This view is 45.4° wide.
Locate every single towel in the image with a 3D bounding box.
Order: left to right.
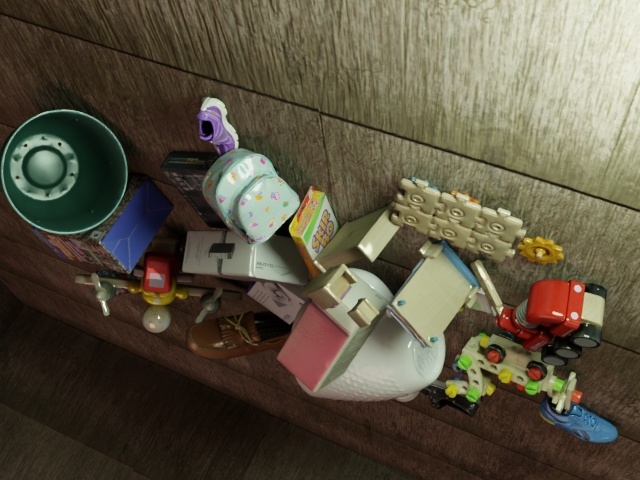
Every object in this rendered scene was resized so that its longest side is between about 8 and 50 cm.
[{"bbox_3d":[0.332,0.130,1.766,0.152,0.023,0.113,11,149,32],"label":"towel"}]

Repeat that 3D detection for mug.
[{"bbox_3d":[0.115,0.230,1.919,0.328,0.276,0.374,-4,120,37],"label":"mug"}]

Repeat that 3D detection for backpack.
[{"bbox_3d":[-0.150,-0.098,1.634,0.188,0.166,0.144,50,170,-29],"label":"backpack"}]

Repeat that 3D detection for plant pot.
[{"bbox_3d":[-0.657,-0.173,1.896,0.293,0.293,0.235,43,164,-29],"label":"plant pot"}]

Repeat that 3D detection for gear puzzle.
[{"bbox_3d":[0.305,-0.035,1.468,0.339,0.044,0.175,21,153,9],"label":"gear puzzle"}]

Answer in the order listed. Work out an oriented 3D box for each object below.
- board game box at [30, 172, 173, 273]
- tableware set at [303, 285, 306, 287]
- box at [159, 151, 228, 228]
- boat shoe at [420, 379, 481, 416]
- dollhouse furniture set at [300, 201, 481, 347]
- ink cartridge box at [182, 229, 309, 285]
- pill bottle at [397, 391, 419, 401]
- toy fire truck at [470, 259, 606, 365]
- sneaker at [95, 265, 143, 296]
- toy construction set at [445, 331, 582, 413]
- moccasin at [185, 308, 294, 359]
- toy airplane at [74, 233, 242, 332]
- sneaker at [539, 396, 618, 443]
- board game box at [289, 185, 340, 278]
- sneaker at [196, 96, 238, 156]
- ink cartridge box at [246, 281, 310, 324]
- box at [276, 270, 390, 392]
[{"bbox_3d":[-0.593,-0.061,2.085,0.291,0.232,0.141,9,148,34],"label":"board game box"},{"bbox_3d":[-0.074,0.150,2.212,0.168,0.020,0.141,13,146,36],"label":"tableware set"},{"bbox_3d":[-0.250,-0.115,1.842,0.183,0.059,0.233,7,147,38],"label":"box"},{"bbox_3d":[0.371,0.479,2.324,0.228,0.076,0.080,15,152,26],"label":"boat shoe"},{"bbox_3d":[0.140,0.122,1.633,0.303,0.286,0.198,46,151,-11],"label":"dollhouse furniture set"},{"bbox_3d":[-0.184,0.043,1.926,0.272,0.114,0.197,2,173,44],"label":"ink cartridge box"},{"bbox_3d":[0.223,0.385,2.247,0.119,0.119,0.208,11,151,32],"label":"pill bottle"},{"bbox_3d":[0.425,0.128,1.557,0.246,0.158,0.217,17,155,-2],"label":"toy fire truck"},{"bbox_3d":[-0.669,0.154,2.693,0.261,0.125,0.104,21,155,15],"label":"sneaker"},{"bbox_3d":[0.469,0.330,1.857,0.327,0.151,0.215,11,126,17],"label":"toy construction set"},{"bbox_3d":[-0.214,0.274,2.302,0.380,0.139,0.147,2,142,-19],"label":"moccasin"},{"bbox_3d":[-0.493,0.151,2.333,0.386,0.272,0.384,-10,158,33],"label":"toy airplane"},{"bbox_3d":[0.680,0.469,2.008,0.209,0.069,0.082,21,150,14],"label":"sneaker"},{"bbox_3d":[0.000,0.000,1.733,0.039,0.124,0.259,12,151,28],"label":"board game box"},{"bbox_3d":[-0.225,-0.225,1.597,0.068,0.071,0.170,17,154,22],"label":"sneaker"},{"bbox_3d":[-0.140,0.138,2.191,0.224,0.045,0.223,36,154,-2],"label":"ink cartridge box"},{"bbox_3d":[0.028,0.205,1.740,0.127,0.148,0.232,39,117,18],"label":"box"}]
